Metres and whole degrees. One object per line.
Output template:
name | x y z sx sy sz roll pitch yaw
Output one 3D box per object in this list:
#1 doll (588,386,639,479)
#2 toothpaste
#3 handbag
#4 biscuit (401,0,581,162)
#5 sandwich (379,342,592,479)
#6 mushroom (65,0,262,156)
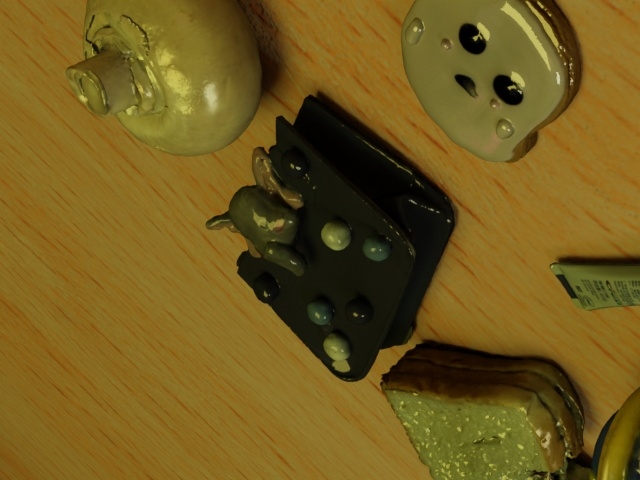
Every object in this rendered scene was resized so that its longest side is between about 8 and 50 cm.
doll | 0.356 0.199 1.238 0.242 0.159 0.311 -145 50 -63
toothpaste | 0.307 0.042 1.265 0.216 0.037 0.062 -6 119 59
handbag | 0.000 0.000 1.540 0.269 0.118 0.326 40 146 17
biscuit | 0.152 -0.165 1.229 0.181 0.049 0.208 47 150 3
sandwich | 0.225 0.260 1.547 0.249 0.095 0.273 -1 122 48
mushroom | -0.187 -0.204 1.475 0.246 0.202 0.246 34 139 37
